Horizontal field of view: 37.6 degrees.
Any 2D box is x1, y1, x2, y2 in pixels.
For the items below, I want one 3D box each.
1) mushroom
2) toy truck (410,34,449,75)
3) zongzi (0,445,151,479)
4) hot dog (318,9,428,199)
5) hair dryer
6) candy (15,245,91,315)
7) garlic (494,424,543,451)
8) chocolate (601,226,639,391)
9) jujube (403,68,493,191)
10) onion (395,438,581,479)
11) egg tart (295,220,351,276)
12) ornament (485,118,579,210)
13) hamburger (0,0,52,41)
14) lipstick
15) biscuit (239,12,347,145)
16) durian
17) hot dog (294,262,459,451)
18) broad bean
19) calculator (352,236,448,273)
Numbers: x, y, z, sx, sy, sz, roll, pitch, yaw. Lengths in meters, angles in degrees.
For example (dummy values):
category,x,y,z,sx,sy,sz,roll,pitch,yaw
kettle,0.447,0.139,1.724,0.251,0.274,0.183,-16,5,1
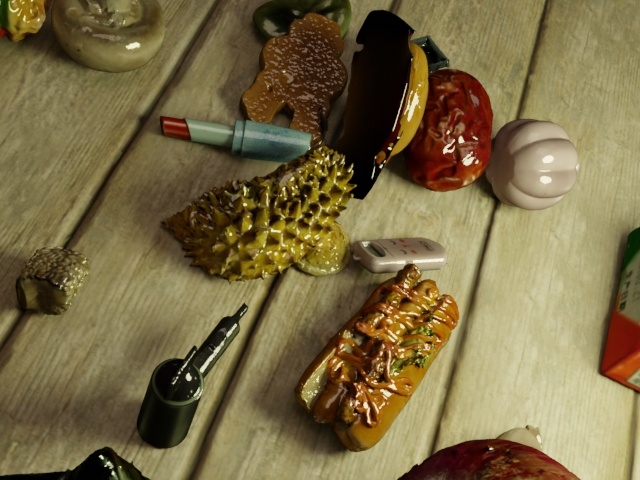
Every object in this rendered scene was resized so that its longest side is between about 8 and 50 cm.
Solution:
category,x,y,z,sx,sy,sz,roll,pitch,yaw
mushroom,-0.374,-0.417,1.691,0.207,0.215,0.207,15,48,-17
toy truck,0.168,-0.352,1.900,0.192,0.092,0.083,-21,66,-29
zongzi,-0.283,0.404,1.182,0.319,0.362,0.384,-42,115,-37
hot dog,0.111,-0.242,1.724,0.107,0.326,0.194,11,19,-47
hair dryer,-0.168,0.163,1.364,0.078,0.196,0.248,31,51,4
candy,-0.406,0.060,1.428,0.095,0.085,0.110,15,43,0
garlic,0.290,0.367,1.447,0.101,0.087,0.196,26,48,-17
chocolate,0.723,0.149,1.690,0.360,0.161,0.341,25,55,-1
jujube,0.241,-0.208,1.776,0.174,0.174,0.250,12,52,-10
onion,0.255,0.462,1.259,0.385,0.347,0.348,40,43,-35
egg tart,0.000,0.000,1.626,0.128,0.049,0.129,10,55,-14
ornament,0.407,-0.146,1.788,0.177,0.177,0.178,9,54,-12
hamburger,-0.547,-0.458,1.660,0.148,0.237,0.237,4,55,-18
lipstick,-0.156,-0.186,1.697,0.274,0.061,0.068,8,71,-6
biscuit,-0.039,-0.314,1.815,0.186,0.044,0.295,27,64,-4
durian,-0.081,-0.052,1.558,0.341,0.112,0.191,-25,55,-15
hot dog,0.103,0.175,1.494,0.158,0.117,0.349,38,53,9
broad bean,-0.033,-0.442,1.921,0.206,0.072,0.153,-18,62,-17
calculator,0.137,0.026,1.638,0.175,0.032,0.100,-3,22,-21
